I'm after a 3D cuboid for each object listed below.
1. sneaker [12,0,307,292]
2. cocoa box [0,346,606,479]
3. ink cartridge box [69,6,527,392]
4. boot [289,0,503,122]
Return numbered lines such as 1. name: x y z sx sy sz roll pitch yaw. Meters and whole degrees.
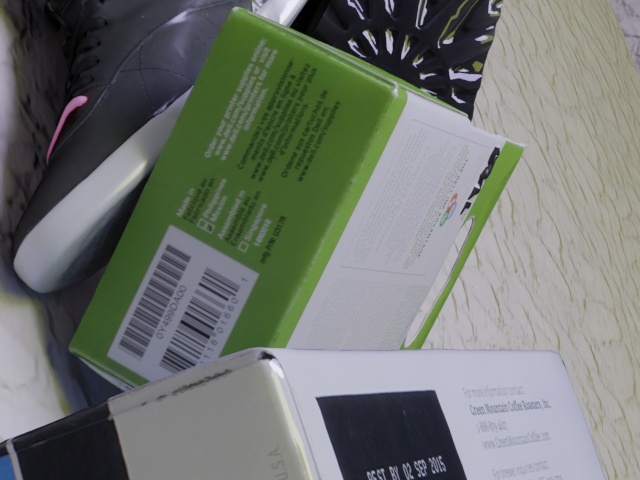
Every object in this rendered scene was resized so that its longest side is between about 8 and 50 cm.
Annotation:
1. sneaker: -0.118 -0.098 1.000 0.147 0.104 0.296 35 46 -2
2. cocoa box: -0.017 0.180 0.740 0.347 0.228 0.231 9 62 -68
3. ink cartridge box: 0.000 0.000 1.008 0.097 0.189 0.255 29 7 18
4. boot: 0.012 -0.069 1.235 0.131 0.348 0.260 28 -16 -7
